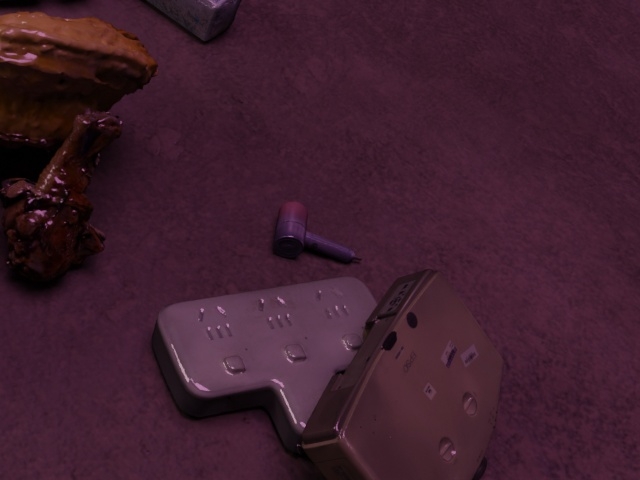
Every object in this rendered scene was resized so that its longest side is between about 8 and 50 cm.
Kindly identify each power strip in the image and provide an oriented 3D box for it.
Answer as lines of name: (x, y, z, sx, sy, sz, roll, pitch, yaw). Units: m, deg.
power strip: (-0.034, 0.138, 1.456, 0.265, 0.059, 0.194, -8, 54, -29)

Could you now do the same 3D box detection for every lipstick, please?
lipstick: (-0.237, -0.383, 1.819, 0.289, 0.076, 0.077, 36, 43, 11)

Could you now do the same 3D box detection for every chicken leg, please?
chicken leg: (-0.283, -0.049, 1.437, 0.125, 0.196, 0.080, -5, 26, -32)

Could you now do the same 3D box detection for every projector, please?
projector: (0.096, 0.180, 1.411, 0.193, 0.088, 0.269, 53, 44, -18)

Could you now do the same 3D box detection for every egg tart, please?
egg tart: (-0.356, -0.179, 1.492, 0.352, 0.352, 0.150, 7, 91, -17)

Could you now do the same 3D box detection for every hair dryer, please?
hair dryer: (0.000, 0.000, 1.613, 0.114, 0.037, 0.063, 22, 44, -14)
